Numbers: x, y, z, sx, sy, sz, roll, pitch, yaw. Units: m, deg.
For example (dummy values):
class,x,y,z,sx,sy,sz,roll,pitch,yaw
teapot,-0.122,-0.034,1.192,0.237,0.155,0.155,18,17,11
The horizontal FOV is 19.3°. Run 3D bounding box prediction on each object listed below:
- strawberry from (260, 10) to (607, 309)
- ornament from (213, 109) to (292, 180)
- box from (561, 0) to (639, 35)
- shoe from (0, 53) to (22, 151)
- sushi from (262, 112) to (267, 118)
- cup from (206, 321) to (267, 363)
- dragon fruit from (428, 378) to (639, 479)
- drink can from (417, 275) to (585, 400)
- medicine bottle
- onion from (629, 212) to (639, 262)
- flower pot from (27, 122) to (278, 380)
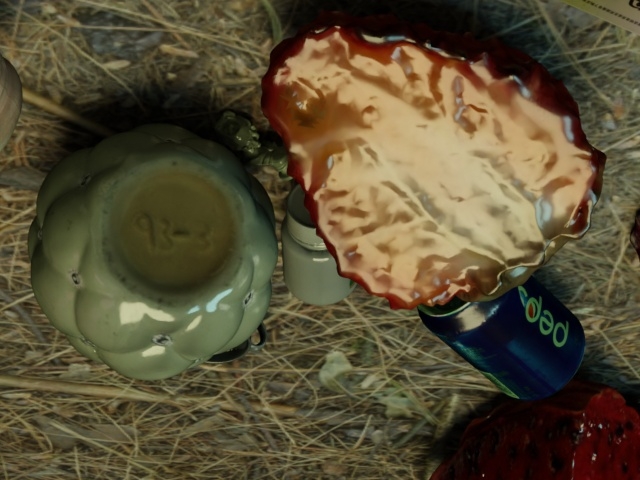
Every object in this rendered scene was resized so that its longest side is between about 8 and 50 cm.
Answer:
class,x,y,z,sx,sy,sz,roll,pitch,yaw
strawberry,0.094,-0.095,1.718,0.336,0.149,0.265,39,112,-22
ornament,-0.060,-0.086,1.819,0.068,0.041,0.092,11,162,24
box,0.326,-0.240,1.585,0.260,0.062,0.175,18,141,-25
shoe,-0.432,-0.174,1.581,0.350,0.172,0.198,2,144,-1
sushi,-0.010,-0.118,1.763,0.120,0.052,0.055,29,130,-34
cup,-0.102,0.084,2.024,0.100,0.077,0.078,21,140,-26
dragon fruit,0.315,0.268,2.282,0.329,0.228,0.286,1,-178,-36
drink can,0.188,0.082,1.989,0.118,0.118,0.205,-21,140,27
medicine bottle,0.000,0.000,1.905,0.080,0.080,0.130,0,144,0
onion,0.450,0.031,1.900,0.280,0.146,0.314,24,143,-23
flower pot,-0.158,0.009,1.781,0.246,0.246,0.195,10,166,-14
